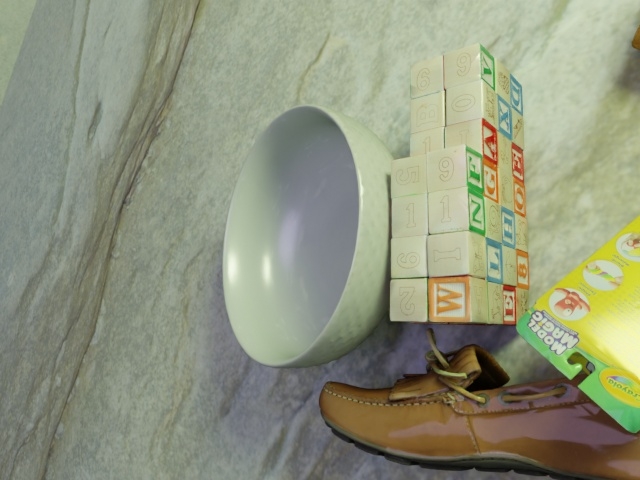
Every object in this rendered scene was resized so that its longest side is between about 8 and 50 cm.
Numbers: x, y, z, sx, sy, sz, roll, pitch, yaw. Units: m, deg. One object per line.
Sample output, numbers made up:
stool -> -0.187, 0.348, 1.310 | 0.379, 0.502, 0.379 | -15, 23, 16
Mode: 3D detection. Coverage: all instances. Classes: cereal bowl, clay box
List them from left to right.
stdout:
cereal bowl -> 0.000, 0.000, 0.719 | 0.339, 0.141, 0.338 | -16, 70, 53
clay box -> 0.293, 0.059, 0.477 | 0.222, 0.053, 0.127 | -36, 54, -10

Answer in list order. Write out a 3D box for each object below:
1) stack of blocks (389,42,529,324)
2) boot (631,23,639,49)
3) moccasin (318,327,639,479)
stack of blocks -> 0.159, -0.055, 0.604 | 0.087, 0.171, 0.297 | -6, 78, 38
boot -> 0.439, -0.262, 0.456 | 0.211, 0.104, 0.295 | 50, 117, 33
moccasin -> 0.168, 0.168, 0.576 | 0.380, 0.139, 0.146 | -9, 75, 38
